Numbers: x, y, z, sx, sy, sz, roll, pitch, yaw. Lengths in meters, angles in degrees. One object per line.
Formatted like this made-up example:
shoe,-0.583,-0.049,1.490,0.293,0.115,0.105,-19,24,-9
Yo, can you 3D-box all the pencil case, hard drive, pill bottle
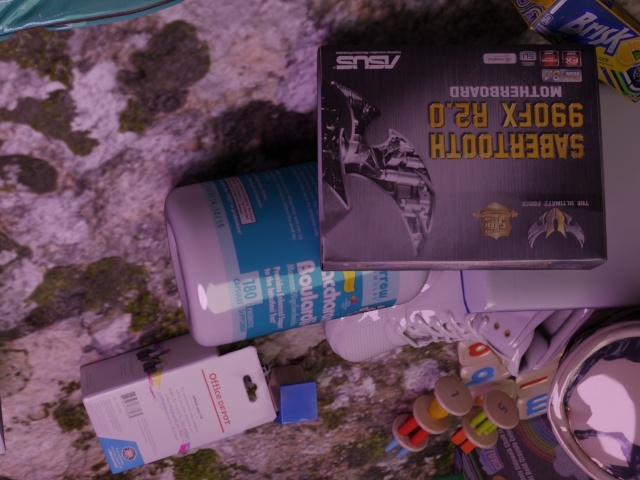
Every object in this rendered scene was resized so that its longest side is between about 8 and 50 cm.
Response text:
pencil case,0.332,0.140,1.120,0.183,0.160,0.410,-25,175,15
hard drive,0.264,-0.043,1.026,0.318,0.210,0.040,0,170,-27
pill bottle,0.000,0.000,1.000,0.264,0.146,0.146,-12,139,-11

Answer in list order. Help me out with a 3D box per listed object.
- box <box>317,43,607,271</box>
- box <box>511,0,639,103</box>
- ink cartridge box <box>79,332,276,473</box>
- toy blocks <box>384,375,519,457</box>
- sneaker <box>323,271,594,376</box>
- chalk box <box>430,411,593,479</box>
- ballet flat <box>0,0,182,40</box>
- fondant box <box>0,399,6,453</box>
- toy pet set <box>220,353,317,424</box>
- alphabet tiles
box,0.112,-0.067,0.910,0.230,0.183,0.056,0,170,-1
box,0.239,-0.186,0.968,0.168,0.059,0.054,22,123,-40
ink cartridge box,-0.147,0.161,1.154,0.181,0.062,0.104,-17,120,-5
toy blocks,0.157,0.235,1.379,0.123,0.054,0.148,19,137,-20
sneaker,0.142,0.079,1.134,0.292,0.169,0.108,-34,140,16
chalk box,0.256,0.324,1.480,0.213,0.132,0.132,-14,139,-7
ballet flat,-0.209,-0.182,0.763,0.247,0.083,0.087,-17,126,-9
fondant box,-0.464,0.124,0.972,0.330,0.096,0.238,-10,138,-12
toy pet set,-0.067,0.186,1.237,0.114,0.065,0.122,-4,137,-20
alphabet tiles,0.301,0.124,1.365,0.277,0.021,0.284,-19,140,-4
